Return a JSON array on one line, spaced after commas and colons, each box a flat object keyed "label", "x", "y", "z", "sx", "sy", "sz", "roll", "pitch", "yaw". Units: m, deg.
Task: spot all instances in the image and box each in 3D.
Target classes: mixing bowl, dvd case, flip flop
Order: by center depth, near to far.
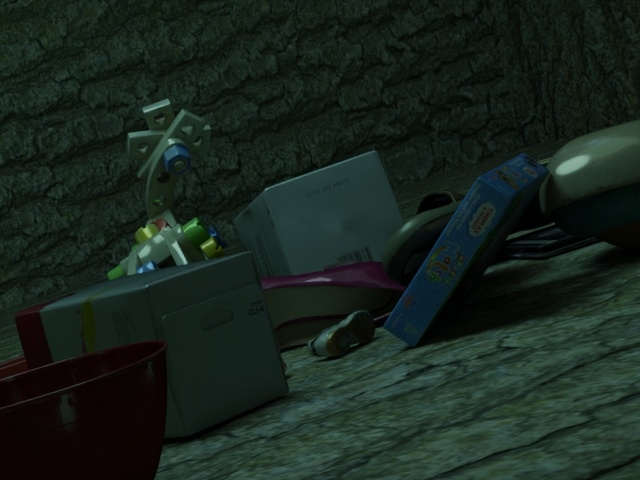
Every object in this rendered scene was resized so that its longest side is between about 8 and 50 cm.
[{"label": "mixing bowl", "x": -0.175, "y": 0.138, "z": 1.001, "sx": 0.181, "sy": 0.098, "sz": 0.181, "roll": -15, "pitch": 3, "yaw": 1}, {"label": "flip flop", "x": 0.120, "y": -0.009, "z": 1.574, "sx": 0.112, "sy": 0.080, "sz": 0.277, "roll": -59, "pitch": -21, "yaw": 17}, {"label": "dvd case", "x": 0.321, "y": -0.018, "z": 1.789, "sx": 0.221, "sy": 0.018, "sz": 0.164, "roll": -17, "pitch": 4, "yaw": -15}]

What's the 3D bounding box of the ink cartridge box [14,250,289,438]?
[{"label": "ink cartridge box", "x": -0.140, "y": 0.093, "z": 1.280, "sx": 0.176, "sy": 0.127, "sz": 0.128, "roll": -13, "pitch": 5, "yaw": 43}]

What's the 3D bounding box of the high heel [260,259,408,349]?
[{"label": "high heel", "x": -0.028, "y": 0.080, "z": 1.525, "sx": 0.244, "sy": 0.082, "sz": 0.117, "roll": -15, "pitch": 15, "yaw": -22}]

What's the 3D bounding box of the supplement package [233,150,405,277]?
[{"label": "supplement package", "x": 0.000, "y": 0.000, "z": 1.741, "sx": 0.139, "sy": 0.134, "sz": 0.244, "roll": -20, "pitch": -3, "yaw": -12}]

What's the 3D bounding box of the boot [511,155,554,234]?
[{"label": "boot", "x": 0.226, "y": -0.030, "z": 1.800, "sx": 0.198, "sy": 0.077, "sz": 0.137, "roll": -29, "pitch": 4, "yaw": 18}]

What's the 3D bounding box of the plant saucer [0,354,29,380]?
[{"label": "plant saucer", "x": -0.351, "y": 0.167, "z": 1.691, "sx": 0.259, "sy": 0.048, "sz": 0.258, "roll": -19, "pitch": 5, "yaw": -32}]

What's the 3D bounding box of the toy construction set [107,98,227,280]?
[{"label": "toy construction set", "x": -0.171, "y": -0.001, "z": 1.783, "sx": 0.151, "sy": 0.215, "sz": 0.328, "roll": -25, "pitch": 43, "yaw": 15}]

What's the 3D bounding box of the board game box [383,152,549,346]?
[{"label": "board game box", "x": 0.138, "y": 0.004, "z": 1.408, "sx": 0.160, "sy": 0.039, "sz": 0.211, "roll": -59, "pitch": -9, "yaw": 17}]

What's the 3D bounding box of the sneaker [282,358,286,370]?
[{"label": "sneaker", "x": -0.100, "y": 0.105, "z": 1.405, "sx": 0.158, "sy": 0.065, "sz": 0.061, "roll": -13, "pitch": 5, "yaw": 33}]

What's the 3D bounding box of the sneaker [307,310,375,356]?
[{"label": "sneaker", "x": 0.019, "y": 0.087, "z": 1.432, "sx": 0.037, "sy": 0.032, "sz": 0.083, "roll": -13, "pitch": 4, "yaw": 37}]

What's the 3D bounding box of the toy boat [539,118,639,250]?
[{"label": "toy boat", "x": 0.367, "y": -0.059, "z": 1.489, "sx": 0.267, "sy": 0.148, "sz": 0.318, "roll": -12, "pitch": -6, "yaw": -30}]
